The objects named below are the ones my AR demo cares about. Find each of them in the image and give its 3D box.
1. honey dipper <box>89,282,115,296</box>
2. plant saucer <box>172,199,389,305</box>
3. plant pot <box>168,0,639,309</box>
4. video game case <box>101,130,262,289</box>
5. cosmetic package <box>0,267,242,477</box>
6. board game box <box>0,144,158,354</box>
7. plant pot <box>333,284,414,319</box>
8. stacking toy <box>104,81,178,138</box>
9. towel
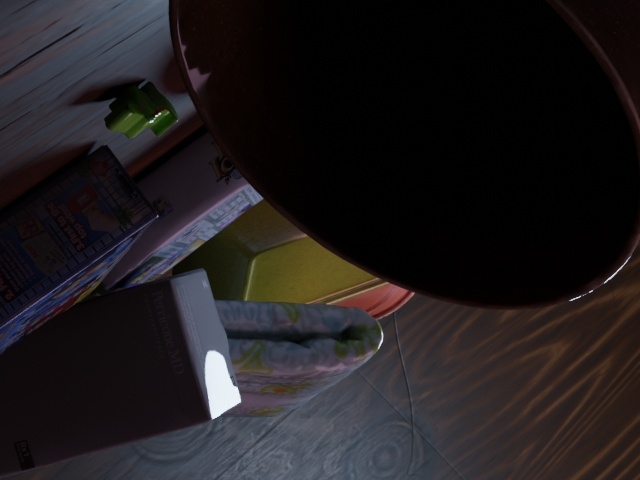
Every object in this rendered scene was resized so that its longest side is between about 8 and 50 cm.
[{"bbox_3d":[-0.273,0.066,1.542,0.161,0.030,0.030,-32,-177,40],"label":"honey dipper"},{"bbox_3d":[0.000,0.000,1.542,0.333,0.081,0.332,-19,159,-17],"label":"plant saucer"},{"bbox_3d":[0.085,-0.126,0.602,0.230,0.215,0.215,-54,-171,-32],"label":"plant pot"},{"bbox_3d":[-0.091,-0.052,1.201,0.244,0.061,0.269,-38,179,-2],"label":"video game case"},{"bbox_3d":[-0.199,0.115,1.133,0.238,0.127,0.107,-18,179,16],"label":"cosmetic package"},{"bbox_3d":[-0.220,0.040,0.872,0.194,0.060,0.194,-36,179,-29],"label":"board game box"},{"bbox_3d":[-0.004,-0.001,1.883,0.272,0.272,0.265,-38,172,17],"label":"plant pot"},{"bbox_3d":[-0.016,-0.122,0.796,0.167,0.052,0.221,-38,179,21],"label":"stacking toy"},{"bbox_3d":[-0.156,0.133,1.471,0.375,0.090,0.320,3,167,-16],"label":"towel"}]
